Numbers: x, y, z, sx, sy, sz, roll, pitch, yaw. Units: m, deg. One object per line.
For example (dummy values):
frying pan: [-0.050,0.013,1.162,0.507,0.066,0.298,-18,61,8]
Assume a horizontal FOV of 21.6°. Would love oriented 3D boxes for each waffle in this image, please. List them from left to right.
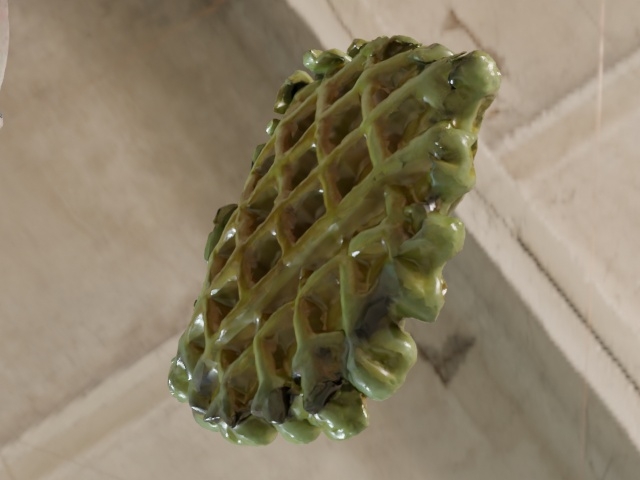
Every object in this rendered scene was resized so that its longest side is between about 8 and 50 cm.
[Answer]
waffle: [0.000,0.000,0.791,0.054,0.214,0.208,27,-98,-27]

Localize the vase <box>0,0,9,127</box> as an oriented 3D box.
vase: [-0.394,-0.134,0.981,0.445,0.250,0.250,9,-113,36]
